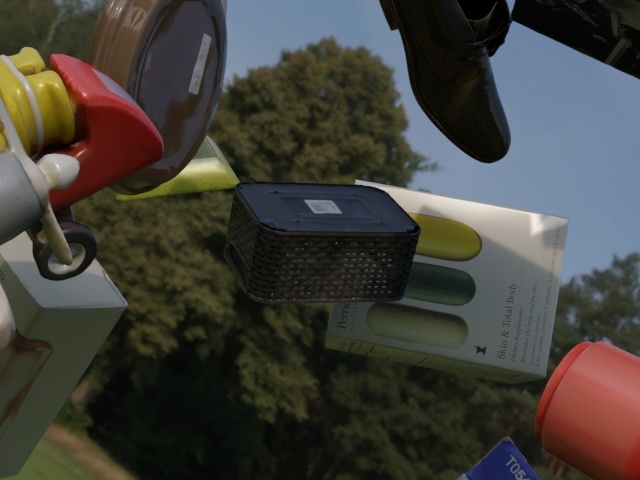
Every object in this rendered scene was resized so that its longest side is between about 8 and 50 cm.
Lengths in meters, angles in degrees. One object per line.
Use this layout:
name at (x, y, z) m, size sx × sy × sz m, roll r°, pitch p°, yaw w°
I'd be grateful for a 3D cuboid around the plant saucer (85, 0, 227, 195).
plant saucer at (-0.172, -0.181, 1.094) m, size 0.041 × 0.277 × 0.278 m, roll 16°, pitch -24°, yaw 16°

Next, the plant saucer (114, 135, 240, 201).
plant saucer at (-0.234, -0.122, 1.540) m, size 0.188 × 0.188 × 0.045 m, roll -126°, pitch -149°, yaw -63°

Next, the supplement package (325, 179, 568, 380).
supplement package at (0.152, 0.059, 1.256) m, size 0.263 × 0.199 × 0.198 m, roll 11°, pitch -10°, yaw 2°

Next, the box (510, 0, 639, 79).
box at (0.327, -0.194, 0.635) m, size 0.343 × 0.179 × 0.312 m, roll 27°, pitch -2°, yaw 8°

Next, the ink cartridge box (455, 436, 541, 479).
ink cartridge box at (0.205, 0.451, 1.118) m, size 0.324 × 0.330 × 0.071 m, roll 52°, pitch -17°, yaw -3°

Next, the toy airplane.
toy airplane at (-0.341, -0.096, 0.757) m, size 0.386 × 0.384 × 0.272 m, roll 22°, pitch -58°, yaw -1°

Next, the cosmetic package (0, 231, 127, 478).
cosmetic package at (-0.377, 0.135, 1.159) m, size 0.153 × 0.296 × 0.129 m, roll 46°, pitch 23°, yaw 28°

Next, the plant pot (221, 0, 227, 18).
plant pot at (-0.191, -0.318, 1.285) m, size 0.109 × 0.096 × 0.109 m, roll 14°, pitch -68°, yaw 18°

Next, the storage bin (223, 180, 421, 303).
storage bin at (0.000, 0.000, 1.041) m, size 0.180 × 0.084 × 0.122 m, roll 1°, pitch 27°, yaw -24°

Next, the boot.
boot at (0.133, -0.170, 0.910) m, size 0.219 × 0.082 × 0.106 m, roll 59°, pitch -18°, yaw -12°

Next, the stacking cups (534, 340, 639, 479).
stacking cups at (0.243, 0.129, 0.414) m, size 0.316 × 0.096 × 0.096 m, roll 30°, pitch -19°, yaw 35°
